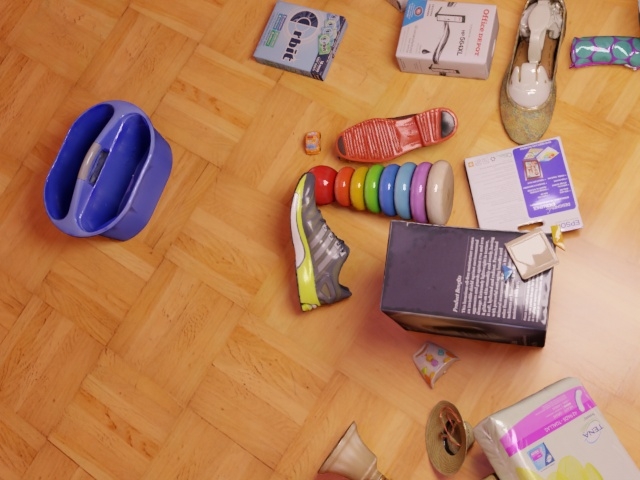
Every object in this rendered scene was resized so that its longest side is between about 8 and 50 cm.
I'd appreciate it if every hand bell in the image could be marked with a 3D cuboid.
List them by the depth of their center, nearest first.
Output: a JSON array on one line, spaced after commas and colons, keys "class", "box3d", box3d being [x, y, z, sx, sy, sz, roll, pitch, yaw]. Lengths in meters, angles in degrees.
[{"class": "hand bell", "box3d": [0.127, 0.482, 1.509, 0.242, 0.126, 0.126, 35, 87, 9]}]

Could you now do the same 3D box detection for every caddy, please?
[{"class": "caddy", "box3d": [-0.506, -0.161, 1.796, 0.241, 0.179, 0.341, 19, 82, 20]}]

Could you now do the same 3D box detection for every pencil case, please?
[{"class": "pencil case", "box3d": [0.611, -0.398, 1.613, 0.152, 0.064, 0.070, 5, 85, 17]}]

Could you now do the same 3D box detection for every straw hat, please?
[{"class": "straw hat", "box3d": [0.271, 0.388, 1.499, 0.061, 0.144, 0.144, 5, 72, -27]}]

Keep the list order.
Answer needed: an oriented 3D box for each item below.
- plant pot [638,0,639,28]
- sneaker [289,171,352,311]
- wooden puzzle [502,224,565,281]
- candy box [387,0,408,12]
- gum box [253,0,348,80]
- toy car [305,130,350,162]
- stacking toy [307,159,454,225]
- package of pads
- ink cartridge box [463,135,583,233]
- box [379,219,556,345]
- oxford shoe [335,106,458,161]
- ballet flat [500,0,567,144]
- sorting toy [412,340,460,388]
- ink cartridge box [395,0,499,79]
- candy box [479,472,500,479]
[{"class": "plant pot", "box3d": [0.777, -0.436, 1.508, 0.293, 0.196, 0.293, -4, 75, 15]}, {"class": "sneaker", "box3d": [0.000, 0.000, 1.638, 0.121, 0.111, 0.300, -6, 100, 0]}, {"class": "wooden puzzle", "box3d": [0.359, 0.022, 1.284, 0.116, 0.014, 0.078, -19, 68, 10]}, {"class": "candy box", "box3d": [0.179, -0.668, 1.799, 0.165, 0.070, 0.196, -44, 70, 1]}, {"class": "gum box", "box3d": [-0.048, -0.482, 1.827, 0.184, 0.041, 0.157, 19, 81, 20]}, {"class": "toy car", "box3d": [0.015, -0.220, 1.742, 0.122, 0.040, 0.060, 16, 80, 19]}, {"class": "stacking toy", "box3d": [0.115, -0.108, 1.645, 0.330, 0.141, 0.141, 4, 77, 21]}, {"class": "package of pads", "box3d": [0.450, 0.417, 1.376, 0.229, 0.101, 0.296, -18, 67, -28]}, {"class": "ink cartridge box", "box3d": [0.423, -0.096, 1.595, 0.206, 0.045, 0.208, -12, 72, 12]}, {"class": "box", "box3d": [0.289, 0.091, 1.452, 0.294, 0.296, 0.182, 6, 78, 18]}, {"class": "oxford shoe", "box3d": [0.170, -0.229, 1.677, 0.271, 0.098, 0.097, -8, 97, 12]}, {"class": "ballet flat", "box3d": [0.456, -0.383, 1.625, 0.123, 0.123, 0.348, 11, 79, 18]}, {"class": "sorting toy", "box3d": [0.229, 0.247, 1.567, 0.083, 0.045, 0.075, -47, 50, -1]}, {"class": "ink cartridge box", "box3d": [0.287, -0.453, 1.705, 0.203, 0.086, 0.148, 9, 78, 18]}, {"class": "candy box", "box3d": [0.314, 0.511, 1.321, 0.087, 0.316, 0.183, -32, 70, 5]}]
